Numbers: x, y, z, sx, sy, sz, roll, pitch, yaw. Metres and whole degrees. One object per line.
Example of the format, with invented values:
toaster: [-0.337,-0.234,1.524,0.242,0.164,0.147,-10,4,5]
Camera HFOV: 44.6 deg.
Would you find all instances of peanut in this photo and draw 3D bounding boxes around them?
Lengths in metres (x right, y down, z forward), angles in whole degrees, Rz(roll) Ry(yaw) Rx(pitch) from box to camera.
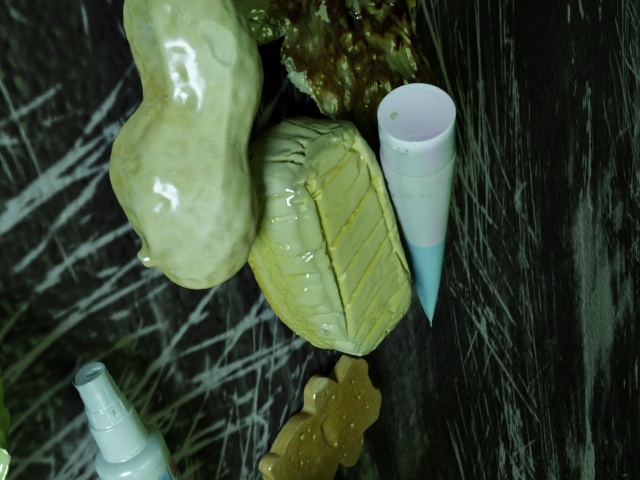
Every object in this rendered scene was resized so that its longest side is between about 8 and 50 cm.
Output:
peanut: [-0.098,-0.090,0.595,0.117,0.101,0.263,-7,106,-50]

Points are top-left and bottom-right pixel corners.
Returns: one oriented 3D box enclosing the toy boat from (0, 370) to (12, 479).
toy boat: [-0.265,0.174,0.465,0.111,0.084,0.276,30,76,-47]

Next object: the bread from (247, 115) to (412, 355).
bread: [0.000,0.000,0.733,0.140,0.106,0.236,-49,131,-36]

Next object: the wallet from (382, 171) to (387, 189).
wallet: [0.092,-0.080,0.888,0.190,0.033,0.095,34,70,-50]

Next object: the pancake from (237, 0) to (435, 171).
pancake: [0.029,-0.199,0.761,0.257,0.056,0.212,44,59,-39]

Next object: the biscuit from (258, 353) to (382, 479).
biscuit: [0.004,0.209,0.846,0.184,0.027,0.133,-58,137,-23]

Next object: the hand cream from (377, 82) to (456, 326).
hand cream: [0.105,-0.026,0.794,0.312,0.070,0.111,73,5,-58]

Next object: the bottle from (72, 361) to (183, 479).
bottle: [-0.145,0.190,0.633,0.060,0.060,0.217,-41,128,-38]
